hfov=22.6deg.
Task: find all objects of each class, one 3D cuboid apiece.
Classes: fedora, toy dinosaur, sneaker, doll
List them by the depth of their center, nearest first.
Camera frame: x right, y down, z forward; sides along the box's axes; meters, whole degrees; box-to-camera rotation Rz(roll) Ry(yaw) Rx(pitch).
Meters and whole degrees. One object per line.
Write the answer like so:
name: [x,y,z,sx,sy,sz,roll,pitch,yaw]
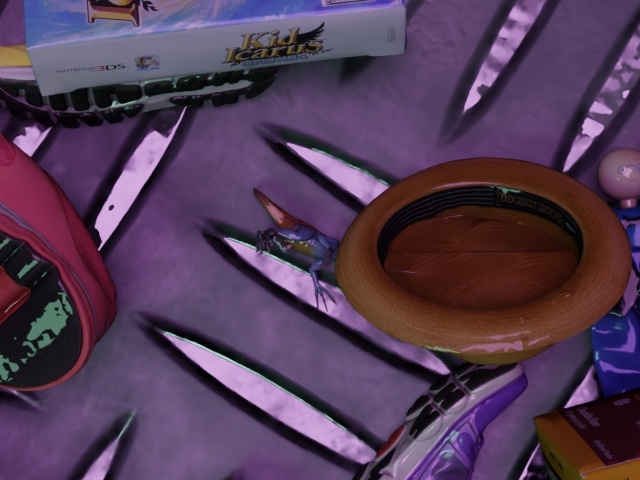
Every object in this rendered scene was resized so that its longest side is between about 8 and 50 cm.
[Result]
sneaker: [-0.251,-0.039,1.067,0.116,0.136,0.314,-38,90,17]
fedora: [0.109,0.027,1.070,0.194,0.079,0.194,-4,44,4]
sneaker: [0.083,0.149,1.090,0.071,0.068,0.170,41,93,-11]
doll: [0.223,0.029,1.104,0.129,0.046,0.189,-9,85,3]
toy dinosaur: [0.000,0.000,1.111,0.082,0.047,0.090,0,72,-19]
sneaker: [-0.139,-0.137,1.112,0.209,0.081,0.094,-6,75,-7]

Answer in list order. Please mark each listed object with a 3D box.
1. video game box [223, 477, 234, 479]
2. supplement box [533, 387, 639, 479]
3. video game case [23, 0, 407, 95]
video game box: [-0.027,0.290,1.071,0.205,0.048,0.187,31,86,3]
supplement box: [0.260,0.192,1.019,0.191,0.129,0.194,-15,100,-2]
video game case: [-0.080,-0.239,1.086,0.244,0.061,0.269,-8,64,-1]
